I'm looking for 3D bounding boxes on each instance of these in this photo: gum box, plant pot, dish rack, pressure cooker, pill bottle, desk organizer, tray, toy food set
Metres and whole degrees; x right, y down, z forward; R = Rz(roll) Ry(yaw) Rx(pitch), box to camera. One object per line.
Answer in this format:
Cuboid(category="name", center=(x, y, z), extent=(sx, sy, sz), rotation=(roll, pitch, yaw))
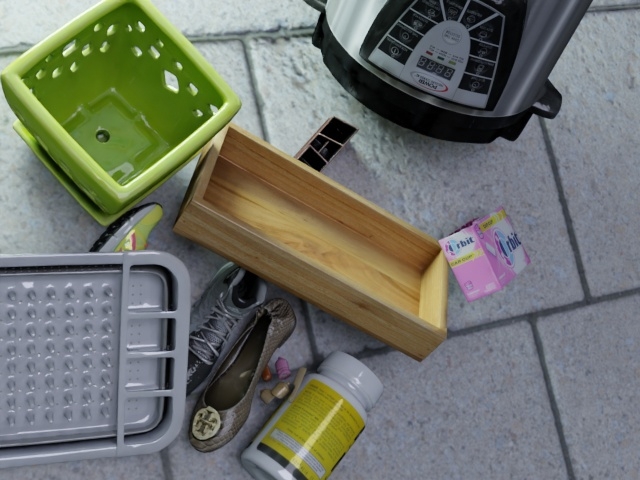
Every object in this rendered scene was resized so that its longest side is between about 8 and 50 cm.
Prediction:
Cuboid(category="gum box", center=(0.268, 0.018, 1.542), extent=(0.188, 0.062, 0.107), rotation=(-26, 90, -61))
Cuboid(category="plant pot", center=(-0.277, -0.165, 1.303), extent=(0.228, 0.207, 0.227), rotation=(48, 65, -2))
Cuboid(category="dish rack", center=(-0.342, 0.145, 1.249), extent=(0.332, 0.072, 0.286), rotation=(-1, 105, -24))
Cuboid(category="pressure cooker", center=(0.203, -0.349, 1.454), extent=(0.375, 0.420, 0.370), rotation=(-7, 49, -34))
Cuboid(category="pill bottle", center=(-0.008, 0.267, 1.381), extent=(0.119, 0.119, 0.208), rotation=(45, 66, -9))
Cuboid(category="desk organizer", center=(0.001, -0.142, 1.512), extent=(0.047, 0.050, 0.130), rotation=(44, 66, -9))
Cuboid(category="tray", center=(0.000, 0.000, 1.405), extent=(0.410, 0.076, 0.203), rotation=(28, 39, -14))
Cuboid(category="toy food set", center=(-0.082, 0.199, 1.390), extent=(0.122, 0.019, 0.078), rotation=(11, 60, 23))

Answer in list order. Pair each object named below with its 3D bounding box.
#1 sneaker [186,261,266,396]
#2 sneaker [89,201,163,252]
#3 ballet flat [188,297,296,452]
Cuboid(category="sneaker", center=(-0.147, 0.113, 1.347), extent=(0.086, 0.132, 0.229), rotation=(34, 67, -13))
Cuboid(category="sneaker", center=(-0.279, 0.038, 1.343), extent=(0.094, 0.081, 0.208), rotation=(41, 73, -17))
Cuboid(category="ballet flat", center=(-0.113, 0.183, 1.359), extent=(0.084, 0.058, 0.250), rotation=(20, 63, 29))
